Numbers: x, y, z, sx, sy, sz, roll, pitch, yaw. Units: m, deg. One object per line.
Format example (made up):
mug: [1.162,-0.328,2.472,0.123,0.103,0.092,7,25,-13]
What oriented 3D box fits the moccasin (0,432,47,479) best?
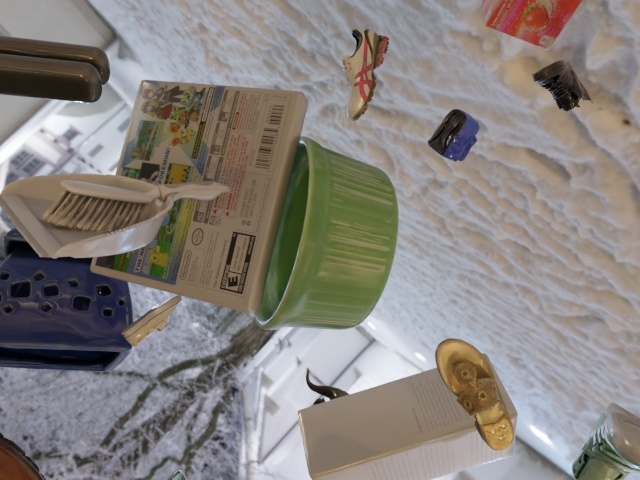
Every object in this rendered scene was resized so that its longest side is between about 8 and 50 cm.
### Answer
moccasin: [-0.437,0.365,0.633,0.147,0.139,0.380,-60,-45,-56]

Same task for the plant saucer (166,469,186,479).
plant saucer: [-0.198,0.373,0.664,0.119,0.021,0.120,171,90,-87]

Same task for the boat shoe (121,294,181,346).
boat shoe: [-0.248,0.122,0.750,0.035,0.100,0.035,-5,120,59]

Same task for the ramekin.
ramekin: [0.000,0.000,0.797,0.148,0.304,0.303,12,-177,-18]

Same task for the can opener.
can opener: [-0.379,-0.183,0.546,0.093,0.280,0.074,96,172,-49]

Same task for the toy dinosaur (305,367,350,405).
toy dinosaur: [0.067,0.479,1.351,0.160,0.120,0.314,-44,62,47]

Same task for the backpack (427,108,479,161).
backpack: [0.358,-0.278,1.302,0.101,0.120,0.098,14,-155,-32]

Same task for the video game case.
video game case: [-0.192,-0.081,0.765,0.299,0.329,0.036,11,174,21]

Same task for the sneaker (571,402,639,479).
sneaker: [0.444,0.339,0.741,0.094,0.151,0.256,29,-177,28]

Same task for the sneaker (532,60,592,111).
sneaker: [0.451,-0.281,0.916,0.051,0.170,0.089,-23,91,45]

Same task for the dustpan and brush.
dustpan and brush: [-0.180,-0.038,0.490,0.147,0.060,0.211,31,-161,37]

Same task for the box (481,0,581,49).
box: [0.431,-0.535,0.900,0.142,0.154,0.300,18,137,-6]

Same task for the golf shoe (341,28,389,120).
golf shoe: [0.077,-0.344,1.033,0.085,0.186,0.067,15,-179,-12]

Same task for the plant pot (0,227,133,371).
plant pot: [-0.462,0.108,0.882,0.235,0.212,0.236,11,155,-27]

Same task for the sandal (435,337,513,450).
sandal: [0.289,0.279,0.864,0.240,0.088,0.079,60,175,-13]

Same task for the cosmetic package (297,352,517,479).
cosmetic package: [0.199,0.444,1.142,0.162,0.452,0.230,-107,0,-46]
